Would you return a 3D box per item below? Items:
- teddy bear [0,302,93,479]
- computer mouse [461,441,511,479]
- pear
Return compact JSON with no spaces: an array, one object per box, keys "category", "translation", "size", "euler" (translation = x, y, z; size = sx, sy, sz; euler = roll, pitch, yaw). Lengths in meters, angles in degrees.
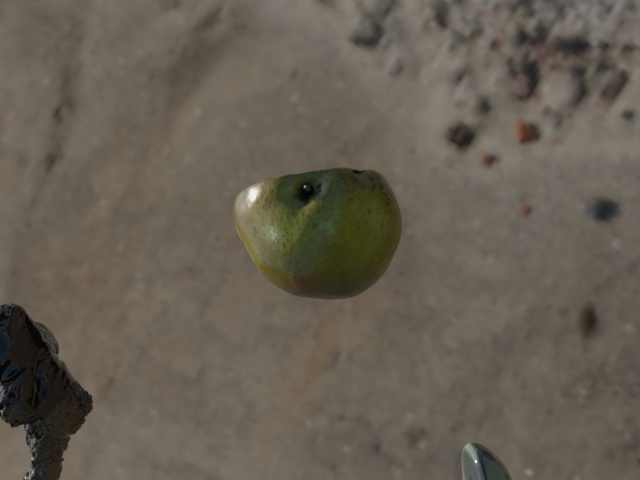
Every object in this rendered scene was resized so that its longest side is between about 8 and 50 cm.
[{"category":"teddy bear","translation":[-0.214,0.119,1.409],"size":[0.078,0.160,0.119],"euler":[-11,31,9]},{"category":"computer mouse","translation":[0.125,0.197,1.339],"size":[0.056,0.032,0.110],"euler":[-116,21,-61]},{"category":"pear","translation":[0.000,0.000,1.532],"size":[0.141,0.141,0.104],"euler":[-25,67,47]}]
